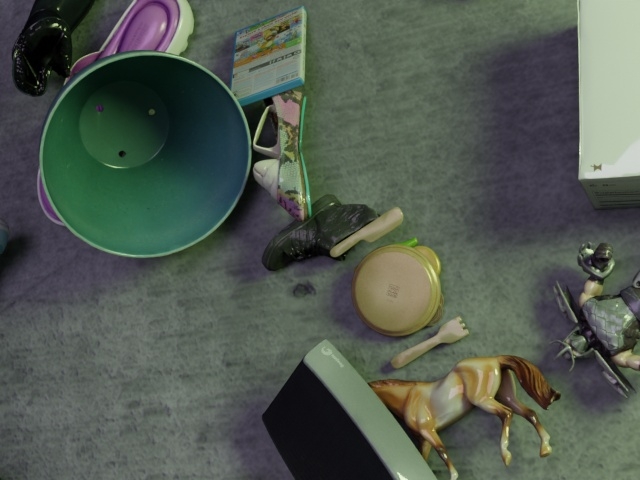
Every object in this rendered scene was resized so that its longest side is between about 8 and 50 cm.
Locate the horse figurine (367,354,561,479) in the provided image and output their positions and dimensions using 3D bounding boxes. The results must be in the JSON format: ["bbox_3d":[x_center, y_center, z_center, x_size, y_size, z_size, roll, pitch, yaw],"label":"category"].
[{"bbox_3d":[0.175,0.214,1.179,0.263,0.066,0.174,-32,57,23],"label":"horse figurine"}]

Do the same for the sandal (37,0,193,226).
[{"bbox_3d":[-0.351,-0.225,1.502,0.169,0.102,0.416,26,89,27],"label":"sandal"}]

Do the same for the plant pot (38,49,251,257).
[{"bbox_3d":[-0.268,-0.144,1.376,0.290,0.290,0.195,-54,30,4],"label":"plant pot"}]

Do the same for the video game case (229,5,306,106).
[{"bbox_3d":[-0.077,-0.272,1.405,0.119,0.015,0.166,-17,48,20],"label":"video game case"}]

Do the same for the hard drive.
[{"bbox_3d":[0.030,0.272,1.208,0.255,0.054,0.172,51,126,25],"label":"hard drive"}]

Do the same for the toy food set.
[{"bbox_3d":[0.106,0.065,1.269,0.132,0.038,0.192,-31,79,17],"label":"toy food set"}]

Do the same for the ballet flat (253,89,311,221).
[{"bbox_3d":[-0.056,-0.121,1.338,0.079,0.077,0.222,1,59,-7],"label":"ballet flat"}]

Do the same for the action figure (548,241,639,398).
[{"bbox_3d":[0.389,0.062,1.110,0.285,0.099,0.185,-36,71,16],"label":"action figure"}]

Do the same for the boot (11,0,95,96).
[{"bbox_3d":[-0.416,-0.354,1.513,0.246,0.094,0.207,-59,26,7],"label":"boot"}]

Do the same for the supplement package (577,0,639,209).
[{"bbox_3d":[0.418,-0.183,1.127,0.204,0.145,0.262,-2,77,24],"label":"supplement package"}]

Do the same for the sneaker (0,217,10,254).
[{"bbox_3d":[-0.585,0.119,1.515,0.319,0.127,0.208,-40,63,21],"label":"sneaker"}]

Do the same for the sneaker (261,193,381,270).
[{"bbox_3d":[0.001,0.001,1.320,0.170,0.051,0.089,-44,60,5],"label":"sneaker"}]
